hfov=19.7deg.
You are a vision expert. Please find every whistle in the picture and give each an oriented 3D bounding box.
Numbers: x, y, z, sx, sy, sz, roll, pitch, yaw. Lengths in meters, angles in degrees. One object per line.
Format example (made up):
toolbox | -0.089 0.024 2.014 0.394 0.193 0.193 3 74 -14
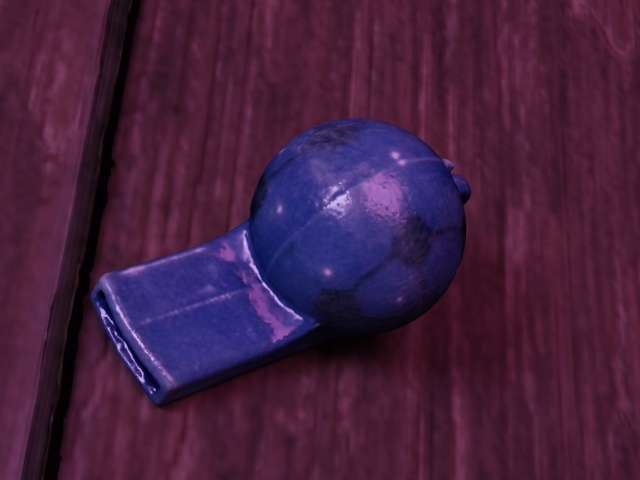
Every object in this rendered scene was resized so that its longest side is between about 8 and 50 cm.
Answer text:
whistle | 0.000 0.000 0.684 0.158 0.090 0.090 -19 66 -41
